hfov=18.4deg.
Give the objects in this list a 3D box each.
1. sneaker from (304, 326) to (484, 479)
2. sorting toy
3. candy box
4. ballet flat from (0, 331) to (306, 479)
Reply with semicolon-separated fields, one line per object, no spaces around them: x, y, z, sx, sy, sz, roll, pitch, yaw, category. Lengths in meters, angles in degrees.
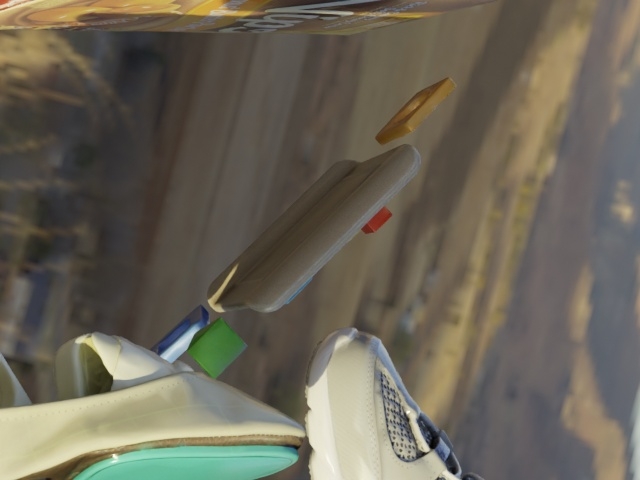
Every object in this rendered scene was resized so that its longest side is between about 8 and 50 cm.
0.085;0.161;1.029;0.281;0.115;0.105;61;16;-12;sneaker
0.000;0.000;1.611;0.347;0.047;0.196;-45;-170;-11;sorting toy
-0.051;-0.179;1.202;0.316;0.183;0.088;-3;88;-38;candy box
-0.118;0.078;0.854;0.248;0.086;0.086;-7;120;-35;ballet flat
